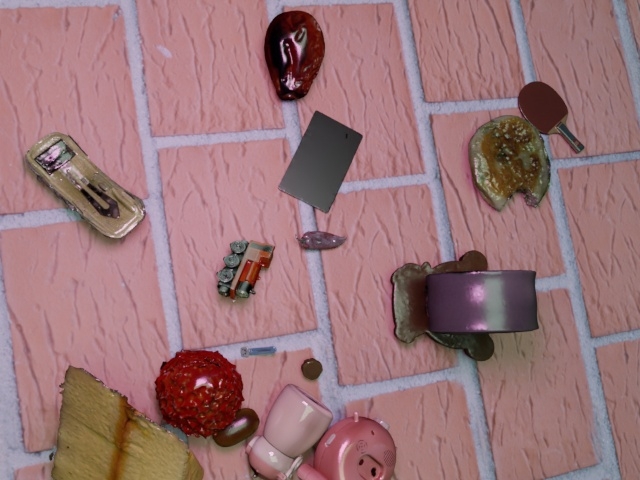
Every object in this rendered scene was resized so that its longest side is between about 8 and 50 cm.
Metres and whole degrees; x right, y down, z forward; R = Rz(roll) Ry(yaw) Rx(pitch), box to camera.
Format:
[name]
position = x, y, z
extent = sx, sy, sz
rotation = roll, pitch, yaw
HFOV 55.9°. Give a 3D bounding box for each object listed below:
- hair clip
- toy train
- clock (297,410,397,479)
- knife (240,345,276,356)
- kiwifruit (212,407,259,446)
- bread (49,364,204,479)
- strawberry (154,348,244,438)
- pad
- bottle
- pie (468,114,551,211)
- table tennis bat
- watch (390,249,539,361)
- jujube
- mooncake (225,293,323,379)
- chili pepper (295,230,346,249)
[hair clip]
position = -0.579, -0.126, 1.503
extent = 0.321, 0.091, 0.138
rotation = 42, 73, 5
[toy train]
position = -0.195, 0.075, 1.551
extent = 0.119, 0.074, 0.175
rotation = 15, 52, 4
[clock]
position = 0.100, 0.562, 1.523
extent = 0.241, 0.142, 0.227
rotation = -52, 121, -19
[knife]
position = -0.162, 0.288, 1.573
extent = 0.096, 0.010, 0.027
rotation = -6, 89, 5
[kiwifruit]
position = -0.214, 0.471, 1.518
extent = 0.125, 0.075, 0.075
rotation = -24, 89, -12
[bread]
position = -0.437, 0.493, 1.331
extent = 0.346, 0.405, 0.242
rotation = 28, 66, 3
[strawberry]
position = -0.284, 0.339, 1.446
extent = 0.234, 0.178, 0.233
rotation = 8, 59, -14
[pad]
position = 0.003, -0.224, 1.706
extent = 0.160, 0.009, 0.264
rotation = 27, 75, -9
[bottle]
position = -0.089, 0.494, 1.515
extent = 0.148, 0.147, 0.236
rotation = 37, 83, -7
[pie]
position = 0.571, -0.235, 1.823
extent = 0.303, 0.067, 0.302
rotation = 2, 81, -15
[table tennis bat]
position = 0.736, -0.386, 1.911
extent = 0.154, 0.021, 0.274
rotation = -43, 92, -16
[watch]
position = 0.386, 0.166, 1.582
extent = 0.336, 0.327, 0.313
rotation = 1, 82, -14
[jujube]
position = -0.073, -0.504, 1.652
extent = 0.168, 0.168, 0.236
rotation = 4, 88, -14
[mooncake]
position = -0.126, 0.230, 1.583
extent = 0.150, 0.057, 0.346
rotation = -26, 90, -16
[chili pepper]
position = -0.001, 0.000, 1.656
extent = 0.153, 0.041, 0.050
rotation = -1, 103, -30
